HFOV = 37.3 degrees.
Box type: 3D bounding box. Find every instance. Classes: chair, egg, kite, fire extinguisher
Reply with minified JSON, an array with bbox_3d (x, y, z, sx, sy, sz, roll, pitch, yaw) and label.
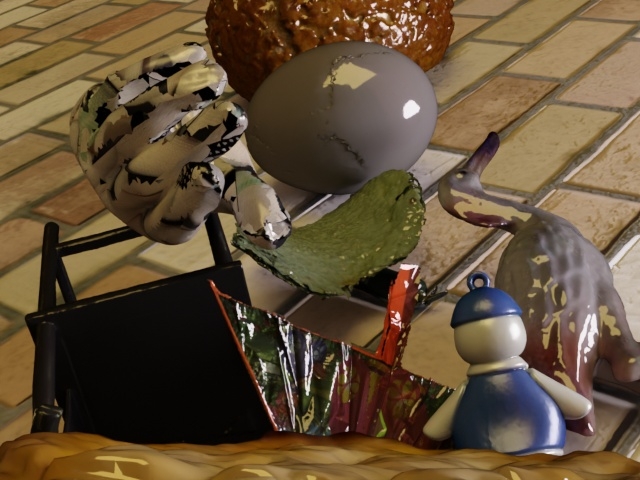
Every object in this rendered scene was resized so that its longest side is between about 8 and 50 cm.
[{"bbox_3d":[-0.106,0.085,0.610,0.141,0.154,0.260,-15,28,-6],"label":"chair"},{"bbox_3d":[0.017,-0.116,0.920,0.199,0.146,0.146,-12,27,26],"label":"egg"},{"bbox_3d":[0.029,0.098,0.565,0.009,0.232,0.189,-30,41,65],"label":"kite"},{"bbox_3d":[0.058,0.039,0.760,0.083,0.025,0.038,17,42,39],"label":"fire extinguisher"}]

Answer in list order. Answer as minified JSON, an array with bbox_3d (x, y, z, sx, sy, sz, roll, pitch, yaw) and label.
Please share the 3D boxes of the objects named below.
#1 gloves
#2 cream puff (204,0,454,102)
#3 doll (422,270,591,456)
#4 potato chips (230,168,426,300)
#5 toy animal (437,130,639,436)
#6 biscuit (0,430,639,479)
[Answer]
[{"bbox_3d":[-0.092,-0.049,0.587,0.111,0.127,0.212,-22,17,0],"label":"gloves"},{"bbox_3d":[0.005,-0.283,1.150,0.303,0.212,0.303,-10,34,7],"label":"cream puff"},{"bbox_3d":[0.105,0.087,0.559,0.099,0.142,0.057,-13,-12,9],"label":"doll"},{"bbox_3d":[-0.001,-0.007,0.780,0.167,0.059,0.228,9,24,41],"label":"potato chips"},{"bbox_3d":[0.168,0.032,0.670,0.195,0.090,0.324,-23,42,-30],"label":"toy animal"},{"bbox_3d":[0.012,0.124,0.349,0.297,0.101,0.296,0,-9,0],"label":"biscuit"}]
